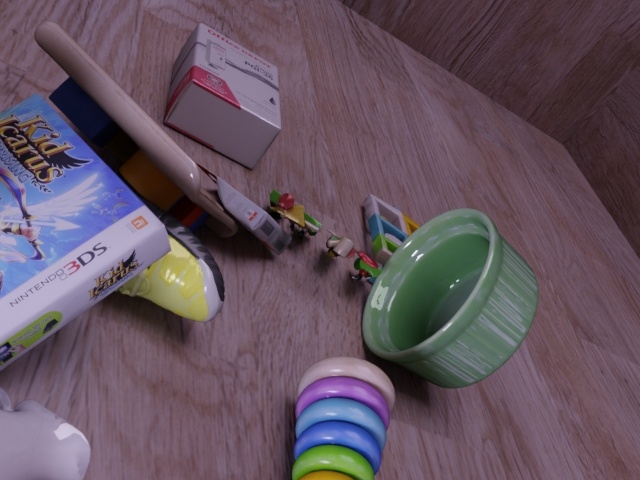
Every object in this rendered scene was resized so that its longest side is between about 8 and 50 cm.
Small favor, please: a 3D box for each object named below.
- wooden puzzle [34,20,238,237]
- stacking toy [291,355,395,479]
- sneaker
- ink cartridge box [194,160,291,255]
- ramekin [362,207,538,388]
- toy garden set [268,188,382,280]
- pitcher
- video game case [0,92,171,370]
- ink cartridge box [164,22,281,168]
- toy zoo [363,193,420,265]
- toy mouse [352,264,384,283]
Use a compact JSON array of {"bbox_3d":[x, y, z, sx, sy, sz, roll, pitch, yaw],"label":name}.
[{"bbox_3d":[-0.277,-0.134,1.135,0.322,0.080,0.348,45,-7,9],"label":"wooden puzzle"},{"bbox_3d":[0.017,0.310,0.951,0.141,0.141,0.330,32,36,-15],"label":"stacking toy"},{"bbox_3d":[-0.306,0.003,1.006,0.384,0.145,0.147,34,47,-2],"label":"sneaker"},{"bbox_3d":[-0.145,-0.055,1.295,0.179,0.045,0.145,33,-7,22],"label":"ink cartridge box"},{"bbox_3d":[0.229,0.107,1.306,0.148,0.303,0.303,37,28,-22],"label":"ramekin"},{"bbox_3d":[0.000,0.000,1.349,0.244,0.049,0.204,37,-4,-1],"label":"toy garden set"},{"bbox_3d":[-0.348,0.191,0.696,0.177,0.126,0.207,30,11,27],"label":"pitcher"},{"bbox_3d":[-0.349,-0.019,0.853,0.244,0.061,0.269,-37,66,-23],"label":"video game case"},{"bbox_3d":[-0.198,-0.306,1.554,0.207,0.117,0.283,26,32,-24],"label":"ink cartridge box"},{"bbox_3d":[0.184,0.002,1.639,0.192,0.030,0.293,33,24,-19],"label":"toy zoo"},{"bbox_3d":[0.128,0.091,1.473,0.143,0.031,0.161,29,31,-20],"label":"toy mouse"}]
